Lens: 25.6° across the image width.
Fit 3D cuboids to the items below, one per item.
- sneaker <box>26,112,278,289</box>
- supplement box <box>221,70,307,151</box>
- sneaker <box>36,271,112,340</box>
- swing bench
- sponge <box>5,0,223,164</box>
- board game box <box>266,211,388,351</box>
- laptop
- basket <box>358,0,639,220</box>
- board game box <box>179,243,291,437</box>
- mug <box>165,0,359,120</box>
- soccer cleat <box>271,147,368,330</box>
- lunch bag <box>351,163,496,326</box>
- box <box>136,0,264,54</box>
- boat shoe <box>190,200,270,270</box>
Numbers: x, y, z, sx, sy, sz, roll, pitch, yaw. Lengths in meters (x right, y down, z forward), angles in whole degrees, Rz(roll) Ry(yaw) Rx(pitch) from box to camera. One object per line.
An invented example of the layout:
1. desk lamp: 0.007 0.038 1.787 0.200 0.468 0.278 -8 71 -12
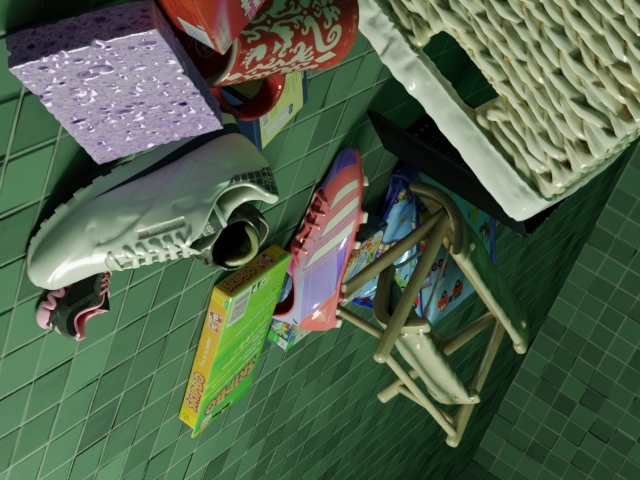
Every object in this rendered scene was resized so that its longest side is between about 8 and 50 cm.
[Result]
1. sneaker: -0.152 -0.018 1.255 0.235 0.095 0.090 -34 168 -3
2. supplement box: -0.060 -0.148 1.397 0.083 0.056 0.083 -49 161 -22
3. sneaker: -0.214 0.043 1.327 0.119 0.057 0.047 -57 160 -3
4. swing bench: 0.161 0.100 1.955 0.254 0.165 0.253 -50 135 -11
5. sponge: -0.158 -0.122 1.123 0.117 0.031 0.210 -14 161 6
6. board game box: 0.011 0.055 1.959 0.201 0.035 0.136 -35 152 -48
7. laptop: 0.212 -0.124 1.852 0.264 0.234 0.136 -40 156 -40
8. basket: 0.252 -0.247 1.489 0.266 0.328 0.331 -41 173 34
9. board game box: -0.111 0.131 1.776 0.124 0.039 0.259 -36 151 -45
10. mug: -0.055 -0.176 1.254 0.169 0.113 0.150 -24 112 -52
11. soccer cleat: 0.000 0.000 1.783 0.083 0.095 0.248 -103 -158 -67
12. lunch bag: 0.175 -0.041 2.105 0.221 0.138 0.293 -36 144 -42
13. box: -0.108 -0.255 0.974 0.122 0.128 0.257 -54 161 -9
14. boat shoe: -0.101 -0.001 1.513 0.080 0.073 0.223 -59 162 7
